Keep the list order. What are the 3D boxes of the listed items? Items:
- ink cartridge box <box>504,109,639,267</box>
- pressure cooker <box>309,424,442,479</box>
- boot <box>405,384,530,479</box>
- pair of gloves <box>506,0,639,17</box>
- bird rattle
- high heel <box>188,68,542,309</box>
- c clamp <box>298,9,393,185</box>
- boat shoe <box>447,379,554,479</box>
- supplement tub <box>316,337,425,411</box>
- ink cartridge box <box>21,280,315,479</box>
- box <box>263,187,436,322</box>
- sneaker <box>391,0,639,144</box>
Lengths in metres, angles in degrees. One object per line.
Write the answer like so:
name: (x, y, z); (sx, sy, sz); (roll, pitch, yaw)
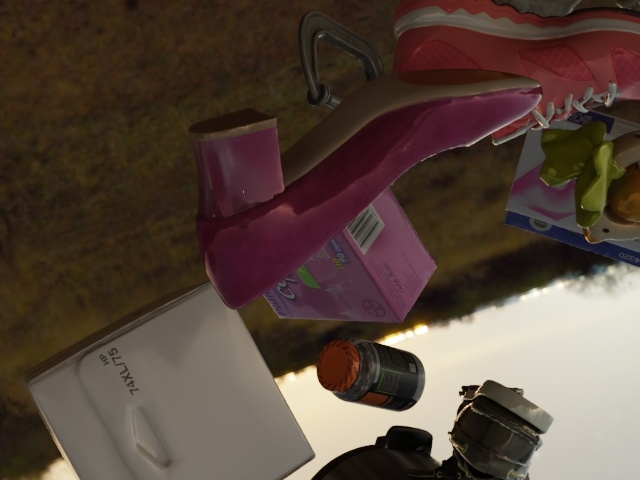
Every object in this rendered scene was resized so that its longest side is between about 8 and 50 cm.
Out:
ink cartridge box: (0.506, -0.074, 1.803); (0.330, 0.324, 0.071); (95, 19, -46)
pressure cooker: (0.136, 0.569, 1.803); (0.370, 0.375, 0.420); (-34, -165, -10)
boot: (0.220, 0.304, 1.505); (0.085, 0.178, 0.236); (3, 174, -38)
pair of gloves: (0.338, -0.293, 1.125); (0.240, 0.042, 0.204); (10, 156, -1)
bird rattle: (0.411, -0.093, 1.287); (0.254, 0.143, 0.206); (-20, 133, -6)
high heel: (0.037, -0.038, 0.642); (0.244, 0.117, 0.082); (-17, -157, -24)
c clamp: (0.030, -0.140, 0.949); (0.022, 0.137, 0.161); (-11, 158, 36)
boat shoe: (0.196, 0.233, 1.158); (0.091, 0.109, 0.305); (-57, 167, -11)
supplement tub: (0.090, 0.240, 1.814); (0.117, 0.117, 0.190); (-24, 149, 39)
ink cartridge box: (-0.166, 0.174, 1.016); (0.197, 0.198, 0.270); (-29, -176, -18)
box: (0.000, 0.000, 1.421); (0.243, 0.213, 0.117); (0, -137, 44)
sneaker: (0.217, -0.152, 0.995); (0.314, 0.136, 0.116); (10, 169, 15)
